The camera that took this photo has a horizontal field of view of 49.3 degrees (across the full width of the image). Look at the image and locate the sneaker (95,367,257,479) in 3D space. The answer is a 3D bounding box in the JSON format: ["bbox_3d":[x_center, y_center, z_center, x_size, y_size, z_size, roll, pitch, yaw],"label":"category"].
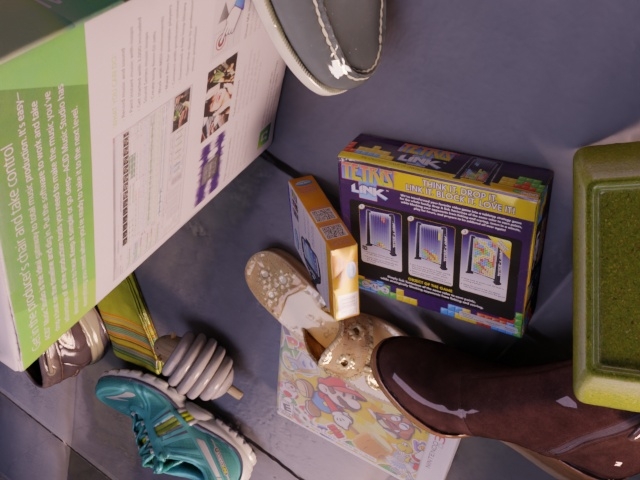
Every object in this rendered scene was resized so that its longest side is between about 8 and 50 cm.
[{"bbox_3d":[-0.225,0.278,1.010,0.275,0.110,0.107,28,146,17],"label":"sneaker"}]

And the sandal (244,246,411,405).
[{"bbox_3d":[0.006,0.100,0.699,0.240,0.079,0.088,38,114,13],"label":"sandal"}]

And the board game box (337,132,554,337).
[{"bbox_3d":[0.101,-0.006,0.593,0.170,0.048,0.141,16,130,26],"label":"board game box"}]

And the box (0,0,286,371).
[{"bbox_3d":[-0.119,-0.092,0.483,0.058,0.322,0.232,28,135,11],"label":"box"}]

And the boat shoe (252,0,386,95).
[{"bbox_3d":[0.013,-0.239,0.421,0.099,0.116,0.319,13,125,33],"label":"boat shoe"}]

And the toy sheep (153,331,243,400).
[{"bbox_3d":[-0.156,0.164,0.897,0.132,0.091,0.091,30,138,-7],"label":"toy sheep"}]

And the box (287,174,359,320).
[{"bbox_3d":[0.000,0.000,0.645,0.136,0.028,0.081,-117,18,-50],"label":"box"}]

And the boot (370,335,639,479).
[{"bbox_3d":[0.183,0.120,0.593,0.248,0.090,0.207,28,146,-2],"label":"boot"}]

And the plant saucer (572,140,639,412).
[{"bbox_3d":[0.239,0.025,0.434,0.188,0.045,0.188,0,90,45],"label":"plant saucer"}]

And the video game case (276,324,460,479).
[{"bbox_3d":[0.052,0.182,0.798,0.227,0.026,0.206,24,134,19],"label":"video game case"}]

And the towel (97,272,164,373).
[{"bbox_3d":[-0.286,0.085,0.974,0.102,0.021,0.237,11,129,29],"label":"towel"}]

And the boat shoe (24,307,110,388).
[{"bbox_3d":[-0.428,0.059,0.976,0.132,0.130,0.355,-6,120,39],"label":"boat shoe"}]
